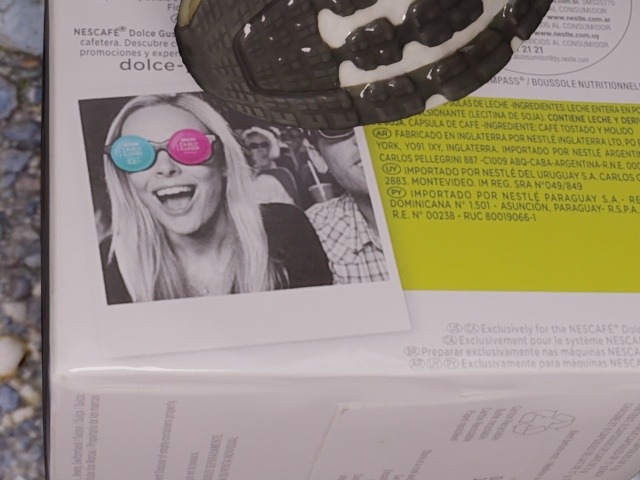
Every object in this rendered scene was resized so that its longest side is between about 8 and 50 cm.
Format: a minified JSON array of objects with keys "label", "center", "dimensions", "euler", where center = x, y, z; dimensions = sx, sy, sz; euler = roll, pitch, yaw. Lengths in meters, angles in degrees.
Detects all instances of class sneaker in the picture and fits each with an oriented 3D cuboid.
[{"label":"sneaker","center":[0.053,-0.206,0.787],"dimensions":[0.182,0.158,0.410],"euler":[21,53,39]}]

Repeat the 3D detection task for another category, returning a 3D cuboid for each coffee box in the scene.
[{"label":"coffee box","center":[0.000,0.000,0.901],"dimensions":[0.338,0.337,0.334],"euler":[0,61,-12]}]
